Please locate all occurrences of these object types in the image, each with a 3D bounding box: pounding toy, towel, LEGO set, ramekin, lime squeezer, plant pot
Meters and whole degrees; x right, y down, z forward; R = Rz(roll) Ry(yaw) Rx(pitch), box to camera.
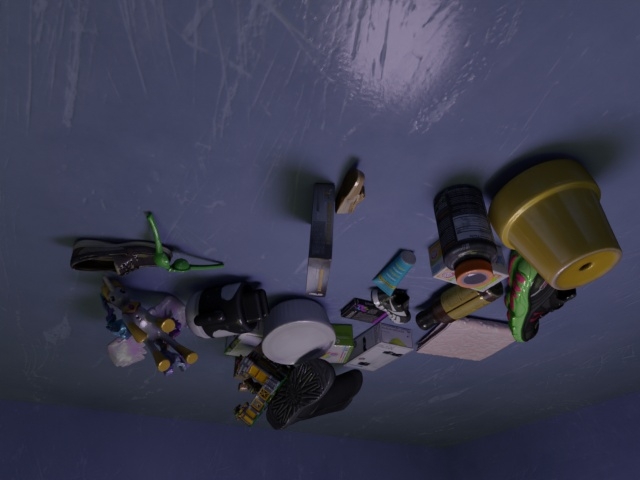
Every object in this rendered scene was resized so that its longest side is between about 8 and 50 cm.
[{"bbox_3d":[-0.292,0.535,1.994,0.094,0.206,0.181,16,142,-22],"label":"pounding toy"},{"bbox_3d":[0.606,0.405,1.958,0.331,0.054,0.317,11,145,-15],"label":"towel"},{"bbox_3d":[-0.247,0.529,1.818,0.192,0.331,0.255,35,106,10],"label":"LEGO set"},{"bbox_3d":[-0.085,0.326,1.728,0.272,0.127,0.273,-6,134,-7],"label":"ramekin"},{"bbox_3d":[-0.419,0.044,1.395,0.058,0.110,0.310,10,157,40],"label":"lime squeezer"},{"bbox_3d":[0.572,-0.023,1.138,0.253,0.239,0.254,-11,143,-8],"label":"plant pot"}]

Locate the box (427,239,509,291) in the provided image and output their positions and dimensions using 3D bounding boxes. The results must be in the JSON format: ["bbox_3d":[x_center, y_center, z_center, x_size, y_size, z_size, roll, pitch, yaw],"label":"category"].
[{"bbox_3d":[0.438,0.065,1.420,0.203,0.103,0.114,17,141,-23],"label":"box"}]

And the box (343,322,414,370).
[{"bbox_3d":[0.233,0.450,1.985,0.169,0.087,0.290,17,141,-24],"label":"box"}]

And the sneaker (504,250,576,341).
[{"bbox_3d":[0.714,0.195,1.544,0.202,0.186,0.483,-5,146,13],"label":"sneaker"}]

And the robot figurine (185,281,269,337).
[{"bbox_3d":[-0.315,0.238,1.594,0.277,0.174,0.209,-11,141,14],"label":"robot figurine"}]

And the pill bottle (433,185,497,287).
[{"bbox_3d":[0.364,-0.007,1.191,0.130,0.246,0.131,0,145,0],"label":"pill bottle"}]

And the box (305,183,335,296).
[{"bbox_3d":[0.000,0.000,1.209,0.056,0.231,0.183,5,144,-2],"label":"box"}]

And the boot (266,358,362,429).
[{"bbox_3d":[0.042,0.588,1.911,0.445,0.146,0.367,11,130,-50],"label":"boot"}]

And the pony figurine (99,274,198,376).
[{"bbox_3d":[-0.563,0.290,1.562,0.363,0.303,0.351,28,149,37],"label":"pony figurine"}]

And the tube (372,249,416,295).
[{"bbox_3d":[0.236,0.106,1.522,0.080,0.052,0.207,44,143,11],"label":"tube"}]

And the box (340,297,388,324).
[{"bbox_3d":[0.171,0.264,1.769,0.162,0.029,0.116,14,142,-23],"label":"box"}]

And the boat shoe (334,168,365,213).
[{"bbox_3d":[0.084,-0.121,1.191,0.059,0.063,0.170,6,154,-14],"label":"boat shoe"}]

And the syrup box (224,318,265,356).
[{"bbox_3d":[-0.292,0.367,1.851,0.096,0.093,0.237,15,142,-21],"label":"syrup box"}]

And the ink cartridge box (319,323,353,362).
[{"bbox_3d":[-0.008,0.417,1.926,0.254,0.097,0.189,3,145,-6],"label":"ink cartridge box"}]

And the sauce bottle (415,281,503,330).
[{"bbox_3d":[0.462,0.215,1.634,0.111,0.112,0.344,19,142,-26],"label":"sauce bottle"}]

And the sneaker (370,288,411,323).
[{"bbox_3d":[0.278,0.230,1.677,0.106,0.078,0.234,-21,138,30],"label":"sneaker"}]

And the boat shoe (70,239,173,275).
[{"bbox_3d":[-0.587,0.059,1.403,0.284,0.093,0.103,5,143,-10],"label":"boat shoe"}]
